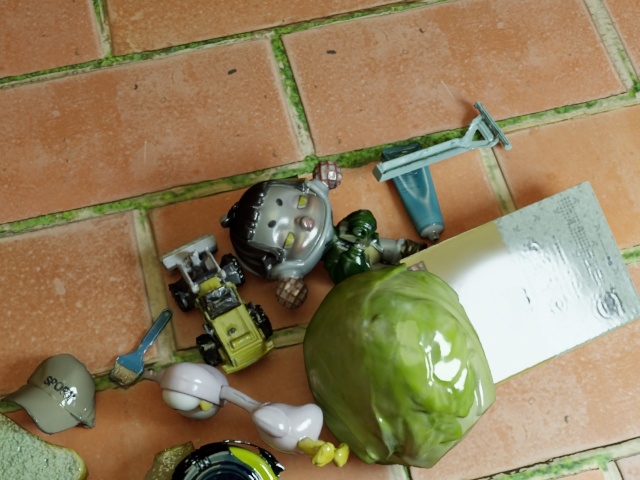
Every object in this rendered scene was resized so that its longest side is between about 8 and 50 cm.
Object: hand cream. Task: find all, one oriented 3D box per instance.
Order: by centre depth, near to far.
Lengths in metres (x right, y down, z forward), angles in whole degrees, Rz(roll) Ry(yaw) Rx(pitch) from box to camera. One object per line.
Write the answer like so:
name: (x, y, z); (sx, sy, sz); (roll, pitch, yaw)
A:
hand cream: (0.182, -0.091, 2.036); (0.083, 0.048, 0.224); (-13, 58, -9)

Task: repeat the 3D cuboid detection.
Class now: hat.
hat: (-0.436, 0.249, 1.789); (0.147, 0.175, 0.085); (32, 100, 10)

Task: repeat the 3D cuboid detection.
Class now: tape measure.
tape measure: (-0.147, 0.404, 1.709); (0.199, 0.112, 0.186); (-25, 92, -15)

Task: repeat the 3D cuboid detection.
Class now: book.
book: (0.355, 0.084, 1.895); (0.389, 0.032, 0.269); (-24, 89, -13)

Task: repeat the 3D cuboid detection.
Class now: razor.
razor: (0.220, -0.168, 2.056); (0.278, 0.056, 0.111); (-23, 67, -20)

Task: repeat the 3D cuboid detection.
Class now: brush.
brush: (-0.308, 0.184, 1.898); (0.051, 0.014, 0.164); (27, 64, 12)

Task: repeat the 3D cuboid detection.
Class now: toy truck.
toy truck: (-0.183, 0.097, 1.891); (0.136, 0.111, 0.286); (-27, 63, -12)

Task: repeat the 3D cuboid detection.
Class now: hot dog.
hot dog: (-0.255, 0.399, 1.755); (0.078, 0.061, 0.169); (41, 66, -25)

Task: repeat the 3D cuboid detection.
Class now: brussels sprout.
brussels sprout: (0.123, 0.195, 1.749); (0.328, 0.328, 0.247); (43, 46, 20)

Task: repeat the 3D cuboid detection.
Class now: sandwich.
sandwich: (-0.500, 0.386, 1.744); (0.215, 0.065, 0.186); (29, 69, 6)

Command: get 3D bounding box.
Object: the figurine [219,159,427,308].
figurine: (0.000, 0.000, 1.920); (0.370, 0.167, 0.281); (16, 71, 0)

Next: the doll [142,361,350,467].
doll: (-0.128, 0.269, 1.749); (0.365, 0.160, 0.094); (16, 83, 21)
